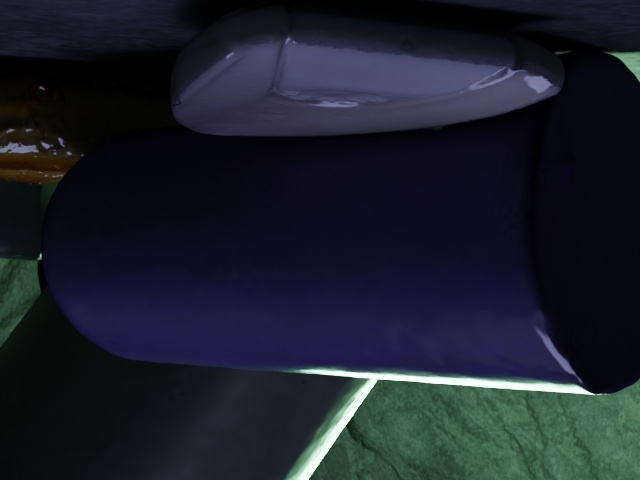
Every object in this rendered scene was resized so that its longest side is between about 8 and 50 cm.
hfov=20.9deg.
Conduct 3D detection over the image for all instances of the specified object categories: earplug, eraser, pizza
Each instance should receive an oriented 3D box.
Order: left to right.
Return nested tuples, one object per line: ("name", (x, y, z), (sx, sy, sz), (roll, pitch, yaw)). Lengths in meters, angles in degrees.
("pizza", (-0.196, -0.088, 1.408), (0.335, 0.086, 0.226), (3, 176, -34))
("earplug", (-0.097, 0.091, 1.619), (0.313, 0.394, 0.312), (37, -171, -6))
("eraser", (-0.010, -0.098, 1.007), (0.204, 0.059, 0.243), (3, 176, -28))
("earplug", (0.000, 0.000, 1.193), (0.456, 0.215, 0.215), (-4, 176, 35))

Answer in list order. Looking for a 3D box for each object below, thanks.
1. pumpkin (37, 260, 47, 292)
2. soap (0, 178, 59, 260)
("pumpkin", (-0.164, 0.046, 2.413), (0.454, 0.344, 0.454), (19, -171, -3))
("soap", (-0.303, -0.057, 1.841), (0.261, 0.156, 0.446), (2, 179, 3))
